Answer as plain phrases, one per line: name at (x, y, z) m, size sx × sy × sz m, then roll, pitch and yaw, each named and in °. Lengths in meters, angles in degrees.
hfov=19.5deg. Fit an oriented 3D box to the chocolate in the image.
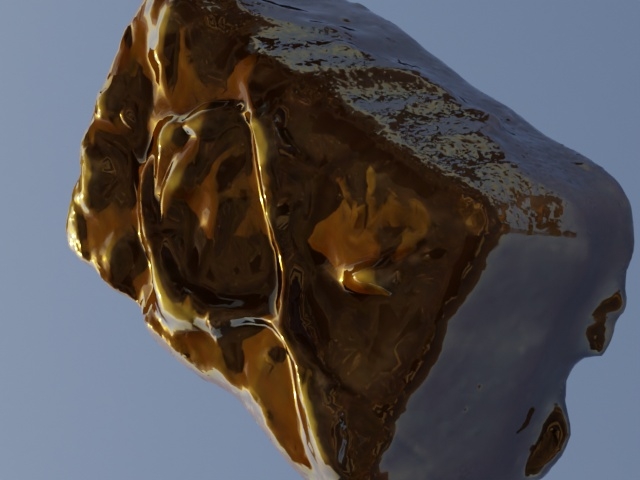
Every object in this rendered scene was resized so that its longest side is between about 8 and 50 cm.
chocolate at (0.000, 0.000, 0.683) m, size 0.214 × 0.093 × 0.148 m, roll 39°, pitch -61°, yaw 38°
